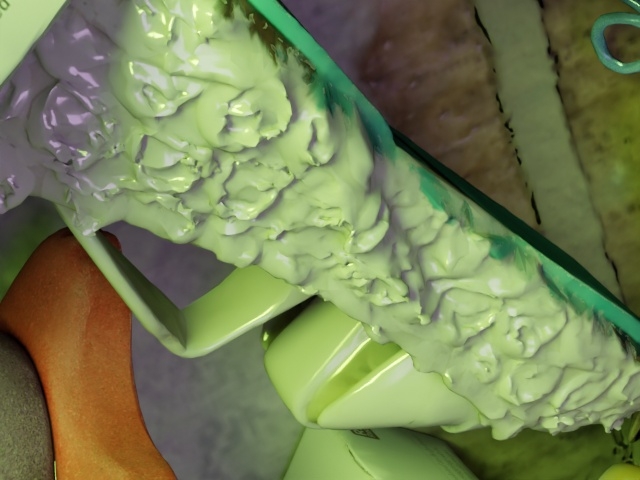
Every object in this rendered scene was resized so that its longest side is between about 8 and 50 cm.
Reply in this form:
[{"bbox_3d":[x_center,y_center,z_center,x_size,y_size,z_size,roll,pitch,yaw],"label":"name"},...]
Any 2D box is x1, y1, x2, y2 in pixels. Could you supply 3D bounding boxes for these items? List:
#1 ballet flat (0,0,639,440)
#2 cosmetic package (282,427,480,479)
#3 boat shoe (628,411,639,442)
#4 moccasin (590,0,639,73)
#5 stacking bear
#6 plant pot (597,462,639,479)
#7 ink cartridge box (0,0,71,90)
[{"bbox_3d":[0.000,0.000,0.741,0.147,0.147,0.409,-50,138,2],"label":"ballet flat"},{"bbox_3d":[0.006,0.209,0.875,0.085,0.117,0.231,18,104,-29],"label":"cosmetic package"},{"bbox_3d":[0.212,0.085,0.909,0.110,0.121,0.341,-31,121,-10],"label":"boat shoe"},{"bbox_3d":[0.208,-0.116,0.814,0.342,0.138,0.117,-3,114,-22],"label":"moccasin"},{"bbox_3d":[-0.220,0.091,0.690,0.289,0.175,0.164,4,142,-29],"label":"stacking bear"},{"bbox_3d":[0.199,0.222,0.823,0.254,0.239,0.254,-55,162,-27],"label":"plant pot"},{"bbox_3d":[-0.246,-0.125,0.520,0.307,0.223,0.129,47,51,-22],"label":"ink cartridge box"}]
